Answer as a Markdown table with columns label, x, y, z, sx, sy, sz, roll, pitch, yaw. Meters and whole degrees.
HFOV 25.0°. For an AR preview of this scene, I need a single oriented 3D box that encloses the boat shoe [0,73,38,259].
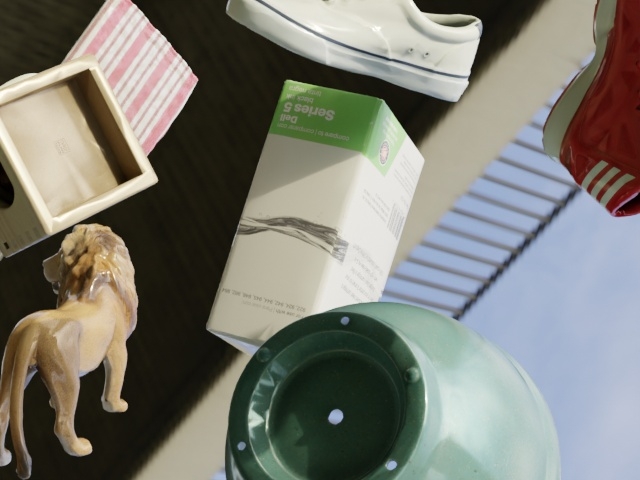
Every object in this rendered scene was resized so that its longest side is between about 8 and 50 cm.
| label | x | y | z | sx | sy | sz | roll | pitch | yaw |
| --- | --- | --- | --- | --- | --- | --- | --- | --- | --- |
| boat shoe | -0.377 | -0.059 | 1.644 | 0.305 | 0.109 | 0.091 | -68 | -174 | -31 |

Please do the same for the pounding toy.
| label | x | y | z | sx | sy | sz | roll | pitch | yaw |
| --- | --- | --- | --- | --- | --- | --- | --- | --- | --- |
| pounding toy | -0.273 | -0.097 | 1.228 | 0.094 | 0.181 | 0.206 | -21 | -83 | 49 |

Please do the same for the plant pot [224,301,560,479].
| label | x | y | z | sx | sy | sz | roll | pitch | yaw |
| --- | --- | --- | --- | --- | --- | --- | --- | --- | --- |
| plant pot | 0.037 | 0.172 | 1.225 | 0.293 | 0.196 | 0.293 | -10 | -118 | 20 |

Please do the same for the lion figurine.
| label | x | y | z | sx | sy | sz | roll | pitch | yaw |
| --- | --- | --- | --- | --- | --- | --- | --- | --- | --- |
| lion figurine | -0.321 | 0.128 | 1.830 | 0.392 | 0.142 | 0.240 | -80 | 174 | -76 |

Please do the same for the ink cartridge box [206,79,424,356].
| label | x | y | z | sx | sy | sz | roll | pitch | yaw |
| --- | --- | --- | --- | --- | --- | --- | --- | --- | --- |
| ink cartridge box | 0.000 | 0.000 | 1.502 | 0.114 | 0.198 | 0.273 | 14 | -101 | 20 |

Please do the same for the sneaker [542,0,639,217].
| label | x | y | z | sx | sy | sz | roll | pitch | yaw |
| --- | --- | --- | --- | --- | --- | --- | --- | --- | --- |
| sneaker | 0.246 | -0.112 | 1.017 | 0.128 | 0.087 | 0.221 | 58 | -37 | 41 |

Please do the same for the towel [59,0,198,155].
| label | x | y | z | sx | sy | sz | roll | pitch | yaw |
| --- | --- | --- | --- | --- | --- | --- | --- | --- | --- |
| towel | -0.255 | -0.218 | 1.912 | 0.029 | 0.197 | 0.144 | 14 | -116 | 42 |

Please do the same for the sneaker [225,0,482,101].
| label | x | y | z | sx | sy | sz | roll | pitch | yaw |
| --- | --- | --- | --- | --- | --- | --- | --- | --- | --- |
| sneaker | 0.035 | -0.207 | 1.350 | 0.094 | 0.258 | 0.091 | 42 | -65 | 56 |
